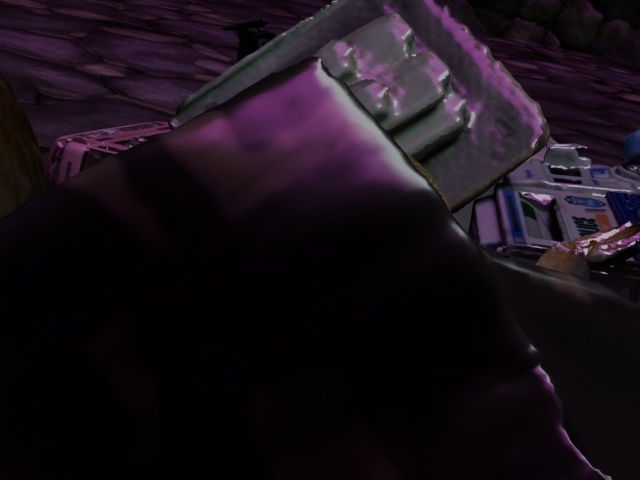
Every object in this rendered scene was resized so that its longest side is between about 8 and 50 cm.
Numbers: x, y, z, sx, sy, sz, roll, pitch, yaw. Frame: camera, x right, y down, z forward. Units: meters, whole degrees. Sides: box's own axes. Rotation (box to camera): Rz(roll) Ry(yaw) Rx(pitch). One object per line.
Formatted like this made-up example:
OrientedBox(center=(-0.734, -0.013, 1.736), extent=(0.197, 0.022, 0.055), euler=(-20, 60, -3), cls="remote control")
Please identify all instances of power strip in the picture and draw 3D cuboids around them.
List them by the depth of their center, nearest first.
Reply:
OrientedBox(center=(0.020, -0.086, 1.022), extent=(0.198, 0.213, 0.064), euler=(50, -8, 32), cls="power strip")

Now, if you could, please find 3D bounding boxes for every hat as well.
OrientedBox(center=(0.067, 0.160, 0.400), extent=(0.382, 0.257, 0.366), euler=(46, 20, -37), cls="hat")

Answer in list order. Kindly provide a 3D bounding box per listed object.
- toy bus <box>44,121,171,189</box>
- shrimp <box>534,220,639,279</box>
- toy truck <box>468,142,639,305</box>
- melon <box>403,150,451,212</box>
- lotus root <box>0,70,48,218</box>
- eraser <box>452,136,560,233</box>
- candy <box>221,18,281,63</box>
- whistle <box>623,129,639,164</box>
OrientedBox(center=(-0.125, -0.048, 1.131), extent=(0.090, 0.063, 0.203), euler=(14, 12, 16), cls="toy bus")
OrientedBox(center=(0.193, 0.064, 0.840), extent=(0.195, 0.148, 0.035), euler=(15, -17, -10), cls="shrimp")
OrientedBox(center=(0.167, 0.020, 1.004), extent=(0.155, 0.124, 0.268), euler=(8, 16, 1), cls="toy truck")
OrientedBox(center=(0.000, 0.000, 0.898), extent=(0.192, 0.139, 0.139), euler=(15, 14, 24), cls="melon")
OrientedBox(center=(-0.214, -0.034, 0.796), extent=(0.142, 0.210, 0.314), euler=(3, 27, 5), cls="lotus root")
OrientedBox(center=(0.148, -0.041, 1.276), extent=(0.174, 0.095, 0.270), euler=(18, 13, -2), cls="eraser")
OrientedBox(center=(-0.016, -0.080, 1.183), extent=(0.078, 0.203, 0.141), euler=(-37, 16, -21), cls="candy")
OrientedBox(center=(0.307, -0.069, 1.126), extent=(0.180, 0.093, 0.269), euler=(-11, -23, 19), cls="whistle")
